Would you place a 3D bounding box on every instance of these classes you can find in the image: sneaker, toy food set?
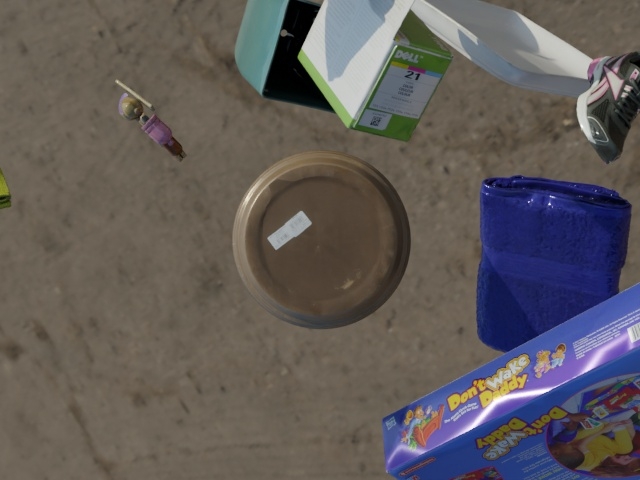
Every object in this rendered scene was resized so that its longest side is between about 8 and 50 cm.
[{"bbox_3d":[0.354,-0.169,1.298,0.077,0.178,0.072,-21,128,37],"label":"sneaker"},{"bbox_3d":[-0.169,-0.110,1.110,0.078,0.019,0.122,37,169,28],"label":"toy food set"}]

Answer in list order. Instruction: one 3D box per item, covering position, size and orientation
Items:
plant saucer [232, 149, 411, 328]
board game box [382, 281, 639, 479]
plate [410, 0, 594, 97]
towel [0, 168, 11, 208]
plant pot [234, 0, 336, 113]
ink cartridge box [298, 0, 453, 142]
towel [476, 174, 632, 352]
[{"bbox_3d":[0.000,0.000,1.693,0.278,0.278,0.041,58,-175,0],"label":"plant saucer"},{"bbox_3d":[0.277,0.211,1.237,0.347,0.078,0.233,-32,126,24],"label":"board game box"},{"bbox_3d":[0.275,-0.276,1.582,0.277,0.278,0.045,46,122,39],"label":"plate"},{"bbox_3d":[-0.441,-0.054,1.112,0.102,0.237,0.021,61,149,33],"label":"towel"},{"bbox_3d":[-0.048,-0.336,1.868,0.234,0.165,0.166,43,120,56],"label":"plant pot"},{"bbox_3d":[0.091,-0.281,1.369,0.255,0.097,0.189,-62,37,27],"label":"ink cartridge box"},{"bbox_3d":[0.358,0.048,1.716,0.227,0.076,0.308,12,123,23],"label":"towel"}]
